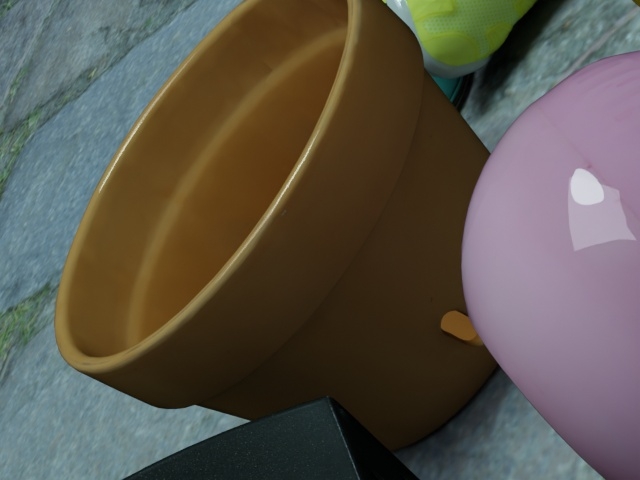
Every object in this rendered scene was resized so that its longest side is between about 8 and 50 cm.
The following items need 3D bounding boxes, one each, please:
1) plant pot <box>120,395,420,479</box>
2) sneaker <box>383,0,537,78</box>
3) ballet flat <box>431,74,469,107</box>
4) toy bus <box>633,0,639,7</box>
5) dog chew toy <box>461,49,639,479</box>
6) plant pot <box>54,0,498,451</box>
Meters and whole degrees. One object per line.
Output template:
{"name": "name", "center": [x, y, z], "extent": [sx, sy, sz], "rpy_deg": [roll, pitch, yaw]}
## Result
{"name": "plant pot", "center": [-0.008, 0.196, 0.824], "extent": [0.167, 0.187, 0.188], "rpy_deg": [-40, 27, 9]}
{"name": "sneaker", "center": [0.170, -0.286, 1.123], "extent": [0.384, 0.145, 0.147], "rpy_deg": [-58, 24, -2]}
{"name": "ballet flat", "center": [0.083, -0.142, 1.214], "extent": [0.068, 0.072, 0.213], "rpy_deg": [112, -177, -69]}
{"name": "toy bus", "center": [0.240, -0.239, 0.984], "extent": [0.191, 0.104, 0.202], "rpy_deg": [-46, 27, 19]}
{"name": "dog chew toy", "center": [0.220, -0.039, 0.677], "extent": [0.332, 0.206, 0.206], "rpy_deg": [-43, 27, 10]}
{"name": "plant pot", "center": [0.000, 0.000, 1.005], "extent": [0.291, 0.203, 0.291], "rpy_deg": [-42, 28, 29]}
